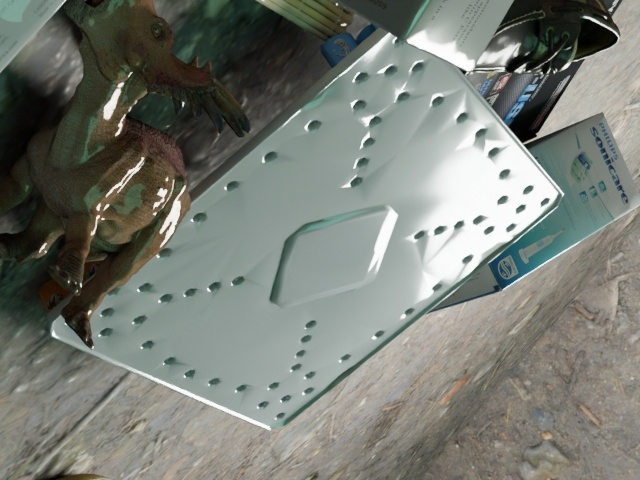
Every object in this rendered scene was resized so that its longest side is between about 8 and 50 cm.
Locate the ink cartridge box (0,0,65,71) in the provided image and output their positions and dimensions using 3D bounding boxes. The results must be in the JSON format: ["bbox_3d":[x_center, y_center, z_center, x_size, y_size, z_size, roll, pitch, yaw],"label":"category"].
[{"bbox_3d":[-0.240,-0.146,0.638,0.189,0.066,0.232,-46,140,5],"label":"ink cartridge box"}]

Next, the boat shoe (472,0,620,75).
[{"bbox_3d":[0.201,-0.186,1.174,0.223,0.073,0.080,-23,153,-47],"label":"boat shoe"}]

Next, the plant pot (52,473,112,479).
[{"bbox_3d":[-0.331,0.339,1.465,0.236,0.032,0.236,-39,161,-16],"label":"plant pot"}]

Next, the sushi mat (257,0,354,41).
[{"bbox_3d":[-0.009,-0.233,0.911,0.151,0.019,0.316,-57,160,8],"label":"sushi mat"}]

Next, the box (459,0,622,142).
[{"bbox_3d":[0.194,-0.193,1.374,0.293,0.073,0.295,-24,153,-43],"label":"box"}]

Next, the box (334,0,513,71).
[{"bbox_3d":[0.045,-0.224,0.758,0.181,0.182,0.119,-60,157,11],"label":"box"}]

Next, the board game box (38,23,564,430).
[{"bbox_3d":[0.000,0.000,1.191,0.390,0.050,0.390,-40,147,10],"label":"board game box"}]

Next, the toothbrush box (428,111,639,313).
[{"bbox_3d":[0.195,-0.024,1.514,0.295,0.126,0.216,-25,-178,-40],"label":"toothbrush box"}]

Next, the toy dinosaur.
[{"bbox_3d":[-0.138,-0.046,0.929,0.200,0.127,0.295,-46,168,-17],"label":"toy dinosaur"}]
